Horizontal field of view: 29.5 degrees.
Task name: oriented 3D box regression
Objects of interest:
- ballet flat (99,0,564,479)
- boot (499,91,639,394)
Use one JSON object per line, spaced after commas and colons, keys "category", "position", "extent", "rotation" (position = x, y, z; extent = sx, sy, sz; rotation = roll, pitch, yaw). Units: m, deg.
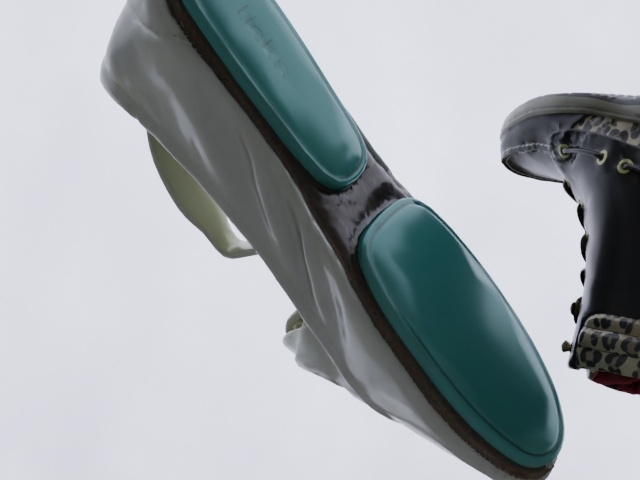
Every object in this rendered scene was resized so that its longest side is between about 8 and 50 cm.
{"category": "ballet flat", "position": [0.000, 0.000, 0.784], "extent": [0.139, 0.139, 0.400], "rotation": [-37, -88, 9]}
{"category": "boot", "position": [0.179, 0.000, 0.782], "extent": [0.085, 0.236, 0.179], "rotation": [22, -98, -30]}
